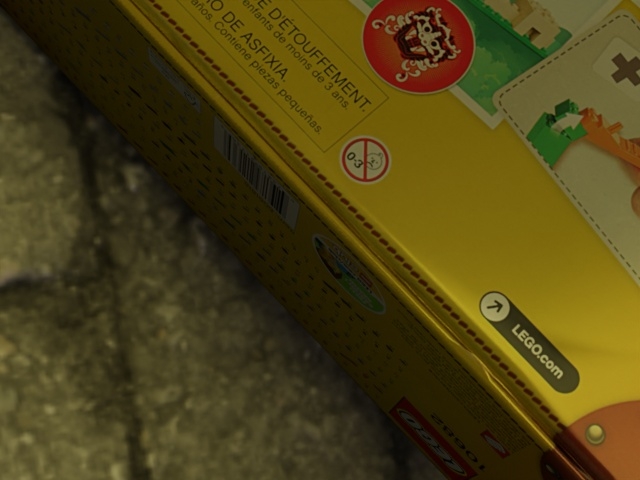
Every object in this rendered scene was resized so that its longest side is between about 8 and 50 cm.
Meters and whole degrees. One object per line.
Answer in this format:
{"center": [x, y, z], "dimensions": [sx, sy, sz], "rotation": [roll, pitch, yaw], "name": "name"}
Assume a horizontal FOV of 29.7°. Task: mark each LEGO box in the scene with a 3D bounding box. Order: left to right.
{"center": [0.088, -0.140, 0.640], "dimensions": [0.372, 0.193, 0.500], "rotation": [-41, 81, -16], "name": "LEGO box"}
